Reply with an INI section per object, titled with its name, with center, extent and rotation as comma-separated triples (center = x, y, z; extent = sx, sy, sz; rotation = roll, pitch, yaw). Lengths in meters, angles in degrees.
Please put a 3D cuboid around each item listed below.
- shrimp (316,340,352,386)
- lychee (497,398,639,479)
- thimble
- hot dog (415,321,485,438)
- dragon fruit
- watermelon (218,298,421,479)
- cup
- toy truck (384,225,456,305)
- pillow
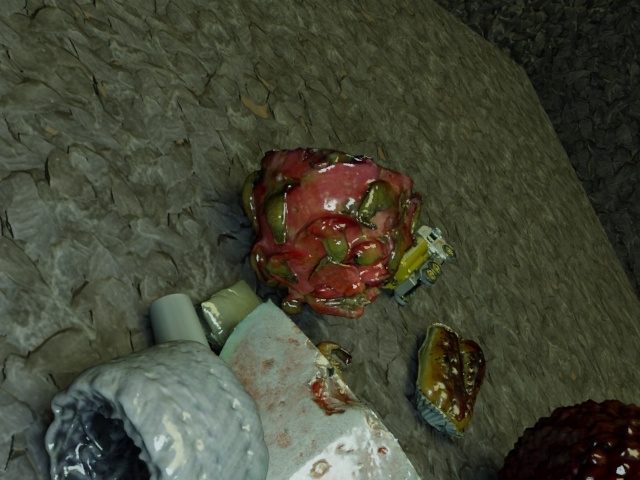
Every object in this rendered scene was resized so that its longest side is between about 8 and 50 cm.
[shrimp]
center = 0.036, 0.228, 1.327
extent = 0.091, 0.025, 0.127
rotation = 1, 57, -55
[lychee]
center = 0.491, 0.480, 1.336
extent = 0.500, 0.424, 0.425
rotation = 10, 49, -18
[thimble]
center = -0.180, 0.242, 0.850
extent = 0.157, 0.217, 0.246
rotation = -10, 85, -52
[hot dog]
center = 0.257, 0.270, 1.535
extent = 0.162, 0.082, 0.270
rotation = 46, 33, -12
[dragon fruit]
center = 0.000, 0.000, 1.306
extent = 0.314, 0.296, 0.263
rotation = 15, 83, -51
[watermelon]
center = -0.028, 0.264, 1.042
extent = 0.322, 0.188, 0.175
rotation = 49, -15, 34
[cup]
center = -0.188, 0.143, 1.074
extent = 0.116, 0.074, 0.104
rotation = 67, 9, 27
[toy truck]
center = 0.199, 0.045, 1.652
extent = 0.114, 0.098, 0.227
rotation = 49, 33, 2
[pillow]
center = -0.096, 0.173, 1.172
extent = 0.230, 0.050, 0.148
rotation = 61, 34, -2
